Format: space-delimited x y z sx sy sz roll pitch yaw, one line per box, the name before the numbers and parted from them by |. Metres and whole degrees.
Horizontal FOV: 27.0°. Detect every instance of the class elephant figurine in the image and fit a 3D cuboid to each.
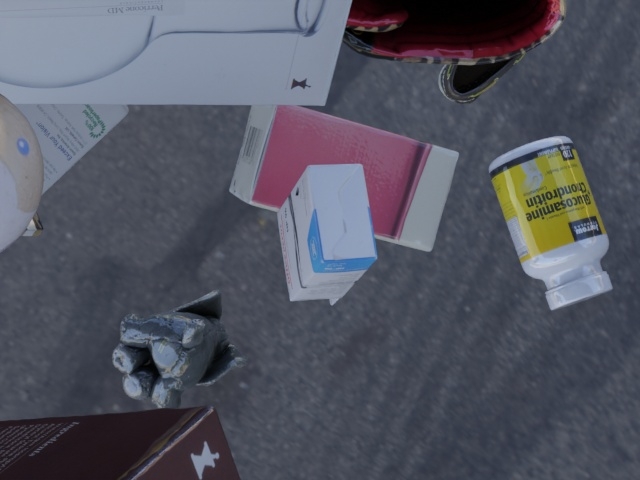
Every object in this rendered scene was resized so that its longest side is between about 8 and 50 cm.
elephant figurine | -0.194 0.155 2.064 0.186 0.239 0.169 17 109 30

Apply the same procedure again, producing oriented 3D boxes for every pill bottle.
pill bottle | 0.268 -0.019 1.524 0.103 0.103 0.184 -21 81 16

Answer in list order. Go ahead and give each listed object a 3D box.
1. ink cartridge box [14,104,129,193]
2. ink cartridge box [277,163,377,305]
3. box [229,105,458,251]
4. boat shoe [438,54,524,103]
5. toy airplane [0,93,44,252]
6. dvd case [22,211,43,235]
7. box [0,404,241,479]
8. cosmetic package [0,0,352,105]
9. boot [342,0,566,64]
ink cartridge box | -0.377 -0.108 1.266 0.330 0.324 0.071 -44 60 -7
ink cartridge box | 0.000 0.000 0.644 0.028 0.083 0.048 -4 72 -15
box | 0.025 -0.082 1.602 0.148 0.232 0.126 -150 75 -74
boat shoe | 0.246 -0.272 1.752 0.081 0.068 0.228 39 95 -6
toy airplane | -0.254 -0.058 0.560 0.384 0.272 0.386 -25 37 55
dvd case | -0.439 -0.071 1.511 0.018 0.221 0.164 -49 58 37
box | -0.157 0.212 0.791 0.203 0.168 0.167 -9 17 33
cosmetic package | -0.104 -0.243 0.773 0.284 0.377 0.097 -3 49 -17
boot | 0.008 -0.270 1.048 0.284 0.377 0.138 -98 25 -51
